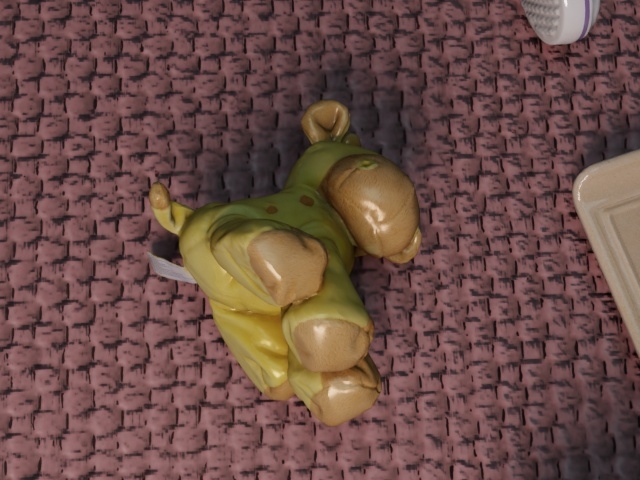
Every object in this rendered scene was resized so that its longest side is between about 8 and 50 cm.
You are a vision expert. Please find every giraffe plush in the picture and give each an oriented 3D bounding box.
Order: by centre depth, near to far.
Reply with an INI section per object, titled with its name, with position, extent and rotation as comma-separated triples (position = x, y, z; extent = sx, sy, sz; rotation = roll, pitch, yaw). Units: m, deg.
[giraffe plush]
position = 0.000, 0.000, 0.901
extent = 0.170, 0.181, 0.210
rotation = -37, 46, -23

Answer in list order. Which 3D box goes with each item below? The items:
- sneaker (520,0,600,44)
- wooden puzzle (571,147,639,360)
[sneaker]
position = 0.231, -0.289, 1.015
extent = 0.161, 0.102, 0.282
rotation = 0, 75, -8
[wooden puzzle]
position = 0.326, 0.029, 0.968
extent = 0.221, 0.044, 0.238
rotation = -18, 81, -10
